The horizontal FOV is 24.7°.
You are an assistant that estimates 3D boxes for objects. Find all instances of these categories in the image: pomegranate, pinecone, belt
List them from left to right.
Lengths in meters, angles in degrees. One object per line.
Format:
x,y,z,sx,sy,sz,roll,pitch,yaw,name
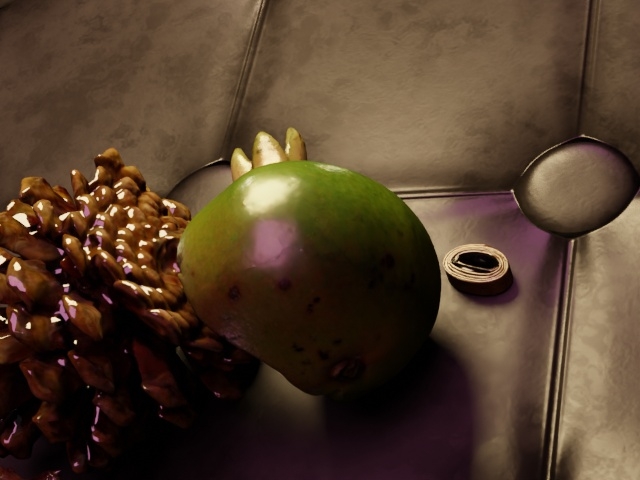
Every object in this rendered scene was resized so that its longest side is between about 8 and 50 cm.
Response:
-0.279,0.109,1.725,0.384,0.384,0.384,-11,51,14,pinecone
0.000,0.000,1.662,0.216,0.309,0.359,-40,46,29,pomegranate
0.190,0.033,1.755,0.083,0.036,0.059,11,59,27,belt

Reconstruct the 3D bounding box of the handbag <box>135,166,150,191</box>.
-0.244,-0.052,1.984,0.027,0.061,0.083,-25,48,1,handbag

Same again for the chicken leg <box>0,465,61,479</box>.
-0.422,0.351,1.694,0.322,0.083,0.177,-51,49,7,chicken leg
